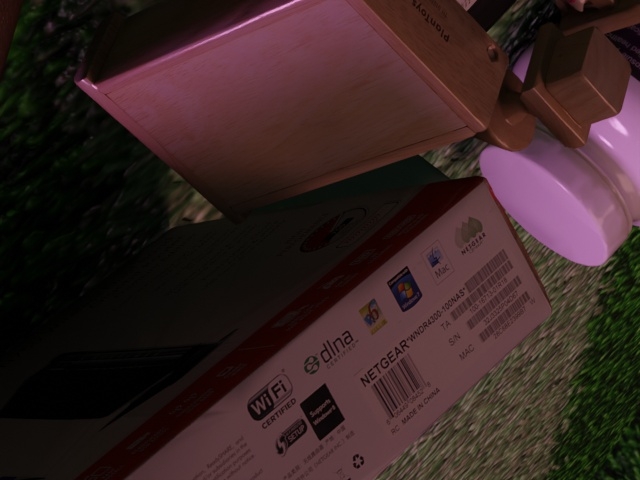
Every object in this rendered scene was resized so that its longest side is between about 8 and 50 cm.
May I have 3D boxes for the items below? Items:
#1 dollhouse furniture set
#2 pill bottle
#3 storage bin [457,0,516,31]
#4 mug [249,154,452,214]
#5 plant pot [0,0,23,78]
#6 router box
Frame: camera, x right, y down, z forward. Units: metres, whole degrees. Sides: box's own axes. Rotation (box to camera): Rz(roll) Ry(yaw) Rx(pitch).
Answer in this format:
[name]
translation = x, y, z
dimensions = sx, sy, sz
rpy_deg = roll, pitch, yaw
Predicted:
[dollhouse furniture set]
translation = 0.017, -0.206, 0.961
dimensions = 0.303, 0.173, 0.356
rpy_deg = 42, 49, -30
[pill bottle]
translation = 0.270, -0.137, 1.469
dimensions = 0.323, 0.181, 0.181
rpy_deg = -46, 158, -15
[storage bin]
translation = 0.053, -0.161, 1.111
dimensions = 0.180, 0.084, 0.122
rpy_deg = -46, 158, -15
[mug]
translation = 0.005, -0.008, 1.237
dimensions = 0.157, 0.097, 0.129
rpy_deg = -26, 148, -48
[plant pot]
translation = -0.183, -0.087, 0.612
dimensions = 0.230, 0.215, 0.215
rpy_deg = -62, 163, -19
[router box]
translation = -0.096, 0.102, 0.974
dimensions = 0.335, 0.082, 0.301
rpy_deg = -39, -162, -32
